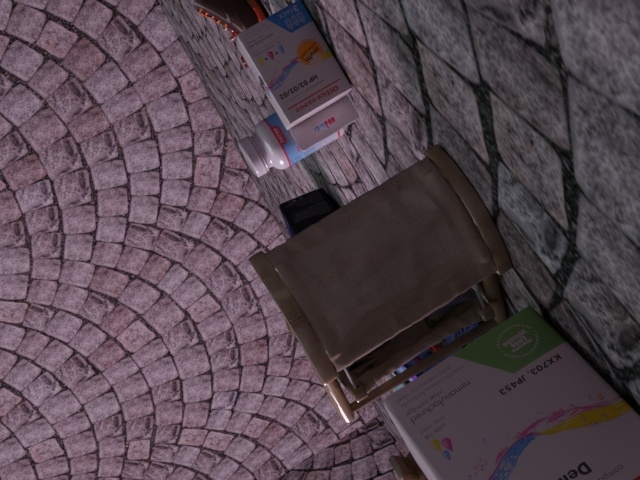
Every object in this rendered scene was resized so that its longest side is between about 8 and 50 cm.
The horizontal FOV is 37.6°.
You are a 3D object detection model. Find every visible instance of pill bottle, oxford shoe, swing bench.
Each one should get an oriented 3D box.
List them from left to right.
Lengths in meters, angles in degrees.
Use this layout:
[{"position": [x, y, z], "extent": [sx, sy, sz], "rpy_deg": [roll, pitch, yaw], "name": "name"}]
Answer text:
[{"position": [-0.161, -0.397, 1.615], "extent": [0.271, 0.098, 0.097], "rpy_deg": [59, 174, 1], "name": "oxford shoe"}, {"position": [-0.048, -0.169, 1.504], "extent": [0.087, 0.160, 0.087], "rpy_deg": [58, 174, 10], "name": "pill bottle"}, {"position": [0.082, 0.061, 1.122], "extent": [0.165, 0.253, 0.255], "rpy_deg": [56, 174, 25], "name": "swing bench"}]

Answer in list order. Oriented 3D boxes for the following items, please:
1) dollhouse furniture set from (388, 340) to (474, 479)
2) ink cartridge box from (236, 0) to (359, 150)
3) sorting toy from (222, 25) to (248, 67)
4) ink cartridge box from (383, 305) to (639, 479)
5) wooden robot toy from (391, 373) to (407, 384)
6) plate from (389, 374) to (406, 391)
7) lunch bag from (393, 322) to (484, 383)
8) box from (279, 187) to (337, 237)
[{"position": [0.248, 0.289, 1.214], "extent": [0.161, 0.212, 0.242], "rpy_deg": [17, -158, -34], "name": "dollhouse furniture set"}, {"position": [-0.028, -0.229, 1.316], "extent": [0.181, 0.104, 0.061], "rpy_deg": [59, 175, -3], "name": "ink cartridge box"}, {"position": [-0.143, -0.387, 1.778], "extent": [0.274, 0.046, 0.132], "rpy_deg": [61, 174, -13], "name": "sorting toy"}, {"position": [0.243, 0.252, 0.948], "extent": [0.353, 0.207, 0.119], "rpy_deg": [51, 172, 47], "name": "ink cartridge box"}, {"position": [0.212, 0.326, 2.262], "extent": [0.173, 0.076, 0.079], "rpy_deg": [61, 163, -16], "name": "wooden robot toy"}, {"position": [0.172, 0.266, 1.436], "extent": [0.188, 0.024, 0.188], "rpy_deg": [36, 175, 4], "name": "plate"}, {"position": [0.240, 0.236, 1.439], "extent": [0.293, 0.138, 0.221], "rpy_deg": [47, 173, -2], "name": "lunch bag"}, {"position": [0.000, 0.000, 2.055], "extent": [0.207, 0.108, 0.153], "rpy_deg": [-122, 11, -64], "name": "box"}]
